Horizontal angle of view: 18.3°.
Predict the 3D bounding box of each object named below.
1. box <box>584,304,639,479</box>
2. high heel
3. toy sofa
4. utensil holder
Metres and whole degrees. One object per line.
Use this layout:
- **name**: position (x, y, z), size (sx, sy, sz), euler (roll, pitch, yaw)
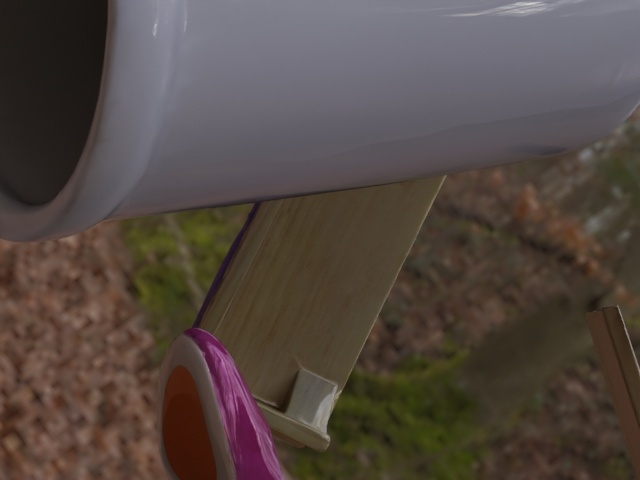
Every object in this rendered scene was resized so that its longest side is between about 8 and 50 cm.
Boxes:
- **box**: position (0.281, 0.156, 1.768), size (0.164, 0.021, 0.201), euler (53, 20, -86)
- **high heel**: position (-0.018, 0.143, 1.156), size (0.082, 0.117, 0.244), euler (16, -53, 53)
- **toy sofa**: position (0.000, 0.000, 1.821), size (0.150, 0.362, 0.177), euler (26, -1, -10)
- **utensil holder**: position (-0.023, -0.184, 1.180), size (0.328, 0.385, 0.327), euler (21, -65, 55)
